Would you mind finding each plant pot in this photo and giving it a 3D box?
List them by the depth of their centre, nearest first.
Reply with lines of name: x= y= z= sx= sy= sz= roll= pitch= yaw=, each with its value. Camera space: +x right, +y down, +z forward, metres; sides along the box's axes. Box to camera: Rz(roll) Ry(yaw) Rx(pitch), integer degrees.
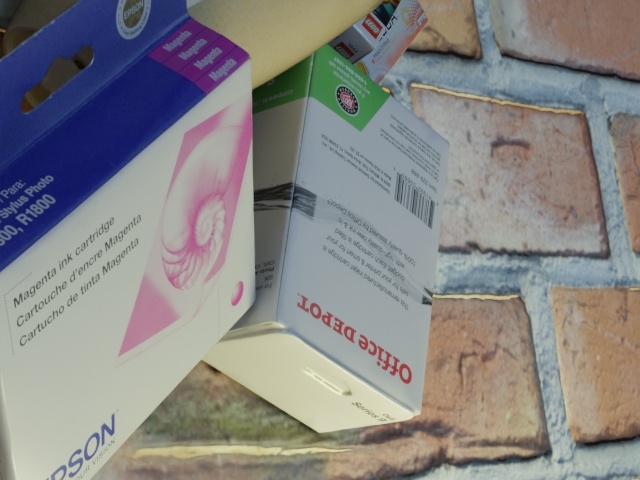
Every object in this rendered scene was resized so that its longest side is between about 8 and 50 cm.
plant pot: x=-0.119 y=-0.204 z=1.460 sx=0.274 sy=0.256 sz=0.256 roll=-48 pitch=117 yaw=-30

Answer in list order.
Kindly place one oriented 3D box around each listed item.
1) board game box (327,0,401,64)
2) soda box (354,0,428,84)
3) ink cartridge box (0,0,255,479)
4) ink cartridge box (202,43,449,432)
board game box: x=-0.034 y=-0.331 z=1.694 sx=0.305 sy=0.053 sz=0.193 roll=44 pitch=45 yaw=-18
soda box: x=0.039 y=-0.194 z=1.783 sx=0.063 sy=0.058 sz=0.183 roll=59 pitch=39 yaw=-20
ink cartridge box: x=-0.153 y=-0.004 z=1.278 sx=0.324 sy=0.071 sz=0.330 roll=-47 pitch=148 yaw=-44
ink cartridge box: x=0.000 y=0.000 z=1.614 sx=0.211 sy=0.121 sz=0.289 roll=36 pitch=51 yaw=-41
